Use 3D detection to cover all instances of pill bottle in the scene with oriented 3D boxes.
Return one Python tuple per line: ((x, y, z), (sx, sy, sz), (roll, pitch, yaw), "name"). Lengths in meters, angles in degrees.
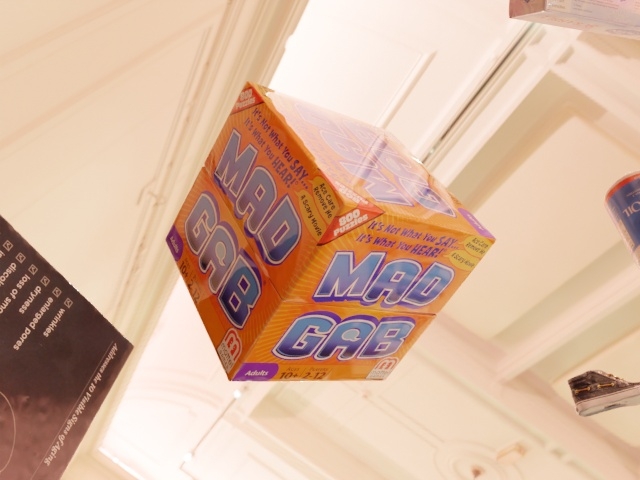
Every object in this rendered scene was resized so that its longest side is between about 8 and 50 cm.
((0.615, -0.014, 1.145), (0.125, 0.221, 0.124), (-6, -39, -5), "pill bottle")

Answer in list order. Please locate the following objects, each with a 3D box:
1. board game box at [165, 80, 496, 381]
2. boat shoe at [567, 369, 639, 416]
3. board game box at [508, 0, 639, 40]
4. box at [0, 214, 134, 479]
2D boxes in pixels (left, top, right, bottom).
((0.000, 0.000, 1.124), (0.356, 0.357, 0.356), (-57, -135, 24), "board game box")
((0.621, 0.307, 1.336), (0.184, 0.083, 0.065), (-18, -40, 14), "boat shoe")
((0.392, -0.440, 0.832), (0.066, 0.319, 0.317), (17, -73, 58), "board game box")
((-0.636, 0.225, 1.008), (0.298, 0.479, 0.471), (-15, -54, 30), "box")
